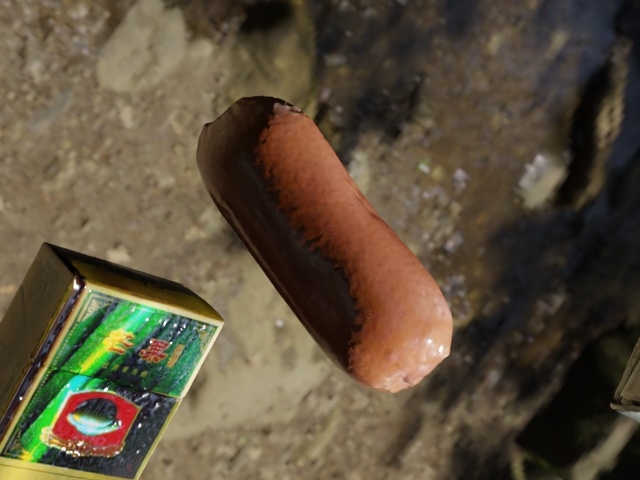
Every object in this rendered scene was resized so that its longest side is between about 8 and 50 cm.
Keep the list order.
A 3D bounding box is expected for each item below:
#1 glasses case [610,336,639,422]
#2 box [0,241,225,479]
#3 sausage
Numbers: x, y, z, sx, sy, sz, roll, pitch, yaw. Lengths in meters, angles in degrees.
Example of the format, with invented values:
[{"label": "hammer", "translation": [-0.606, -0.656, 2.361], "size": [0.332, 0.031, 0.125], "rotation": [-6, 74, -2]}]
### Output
[{"label": "glasses case", "translation": [0.339, 0.098, 0.952], "size": [0.083, 0.308, 0.128], "rotation": [55, 54, -71]}, {"label": "box", "translation": [-0.194, 0.131, 1.178], "size": [0.159, 0.071, 0.240], "rotation": [20, 102, -47]}, {"label": "sausage", "translation": [0.000, 0.000, 0.884], "size": [0.077, 0.194, 0.077], "rotation": [-36, 170, -7]}]
